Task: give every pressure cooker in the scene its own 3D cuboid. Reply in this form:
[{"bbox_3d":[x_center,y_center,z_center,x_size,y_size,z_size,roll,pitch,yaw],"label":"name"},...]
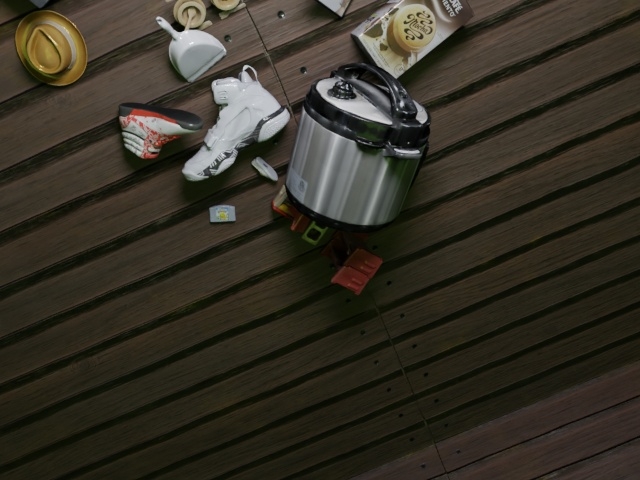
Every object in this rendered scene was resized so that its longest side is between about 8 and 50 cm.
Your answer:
[{"bbox_3d":[0.111,-0.274,1.471,0.370,0.375,0.420,21,123,9],"label":"pressure cooker"}]

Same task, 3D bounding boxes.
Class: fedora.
[{"bbox_3d":[-0.728,-0.510,1.398,0.195,0.079,0.194,-4,116,-8],"label":"fedora"}]

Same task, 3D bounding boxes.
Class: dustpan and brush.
[{"bbox_3d":[-0.371,-0.535,1.422,0.147,0.211,0.060,-34,74,12],"label":"dustpan and brush"}]

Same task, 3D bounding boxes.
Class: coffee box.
[{"bbox_3d":[0.259,-0.617,1.492,0.297,0.118,0.168,-38,116,10],"label":"coffee box"}]

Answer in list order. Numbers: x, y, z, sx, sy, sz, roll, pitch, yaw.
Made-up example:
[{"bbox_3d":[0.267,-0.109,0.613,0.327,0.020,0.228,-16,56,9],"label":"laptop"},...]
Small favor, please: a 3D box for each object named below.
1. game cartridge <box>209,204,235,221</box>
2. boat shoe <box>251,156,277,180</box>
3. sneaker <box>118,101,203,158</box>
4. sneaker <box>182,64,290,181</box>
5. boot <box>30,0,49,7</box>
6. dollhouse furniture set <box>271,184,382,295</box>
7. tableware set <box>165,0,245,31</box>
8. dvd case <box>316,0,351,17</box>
[{"bbox_3d":[-0.322,-0.089,1.716,0.084,0.017,0.055,-4,113,-8],"label":"game cartridge"},{"bbox_3d":[-0.179,-0.223,1.667,0.035,0.035,0.100,-26,126,35],"label":"boat shoe"},{"bbox_3d":[-0.455,-0.303,1.503,0.270,0.090,0.144,15,119,16],"label":"sneaker"},{"bbox_3d":[-0.289,-0.343,1.531,0.366,0.137,0.210,-34,116,2],"label":"sneaker"},{"bbox_3d":[-0.733,-0.827,1.196,0.367,0.146,0.445,-40,113,22],"label":"boot"},{"bbox_3d":[0.000,0.000,1.711,0.374,0.201,0.152,29,108,-22],"label":"dollhouse furniture set"},{"bbox_3d":[-0.301,-0.631,1.401,0.194,0.039,0.128,-26,147,4],"label":"tableware set"},{"bbox_3d":[0.070,-0.744,1.391,0.180,0.022,0.253,3,124,-56],"label":"dvd case"}]
